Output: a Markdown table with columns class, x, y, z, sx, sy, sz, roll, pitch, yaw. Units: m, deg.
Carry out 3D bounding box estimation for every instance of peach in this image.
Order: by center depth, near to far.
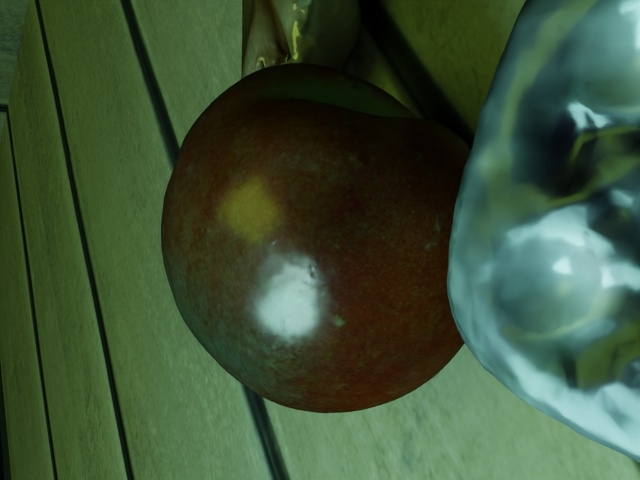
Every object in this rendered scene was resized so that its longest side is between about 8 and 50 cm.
| class | x | y | z | sx | sy | sz | roll | pitch | yaw |
| --- | --- | --- | --- | --- | --- | --- | --- | --- | --- |
| peach | 0.000 | 0.000 | 0.663 | 0.252 | 0.252 | 0.253 | -14 | 74 | 61 |

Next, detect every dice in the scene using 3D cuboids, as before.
| class | x | y | z | sx | sy | sz | roll | pitch | yaw |
| --- | --- | --- | --- | --- | --- | --- | --- | --- | --- |
| dice | 0.167 | -0.017 | 0.347 | 0.181 | 0.182 | 0.183 | 25 | 110 | 29 |

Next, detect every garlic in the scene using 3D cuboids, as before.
| class | x | y | z | sx | sy | sz | roll | pitch | yaw |
| --- | --- | --- | --- | --- | --- | --- | --- | --- | --- |
| garlic | -0.023 | -0.203 | 0.867 | 0.217 | 0.110 | 0.228 | 114 | 159 | -53 |
